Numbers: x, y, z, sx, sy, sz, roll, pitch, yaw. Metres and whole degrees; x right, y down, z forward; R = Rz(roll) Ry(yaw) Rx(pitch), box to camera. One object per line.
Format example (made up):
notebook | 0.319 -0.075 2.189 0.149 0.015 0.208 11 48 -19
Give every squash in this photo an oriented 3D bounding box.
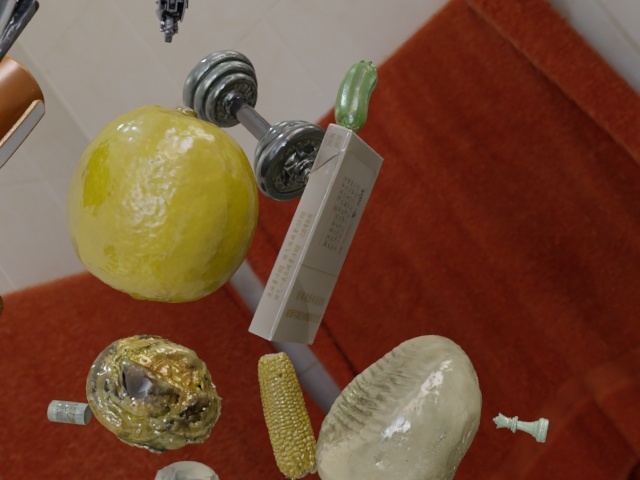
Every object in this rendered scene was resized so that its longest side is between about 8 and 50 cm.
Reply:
squash | 0.076 -0.312 1.940 0.068 0.077 0.219 90 -165 -50

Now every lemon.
lemon | -0.265 -0.059 1.542 0.348 0.348 0.348 -36 -7 -5

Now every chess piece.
chess piece | 0.346 0.321 1.567 0.042 0.093 0.042 10 -90 -75

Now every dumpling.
dumpling | -0.285 0.563 1.901 0.147 0.193 0.258 6 -4 -36

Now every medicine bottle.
medicine bottle | -0.536 0.368 1.937 0.083 0.047 0.047 4 0 11

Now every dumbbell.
dumbbell | -0.130 -0.235 1.827 0.179 0.406 0.179 -29 -36 -23

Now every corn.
corn | -0.068 0.355 1.829 0.091 0.260 0.091 -13 1 38

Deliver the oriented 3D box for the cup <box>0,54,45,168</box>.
cup | -0.550 -0.172 1.418 0.264 0.226 0.182 -55 -36 -34

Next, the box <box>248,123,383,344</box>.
box | -0.001 -0.001 1.546 0.365 0.051 0.205 -68 -21 -1

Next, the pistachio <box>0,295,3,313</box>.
pistachio | -0.705 0.120 1.859 0.089 0.049 0.173 -51 -43 -28

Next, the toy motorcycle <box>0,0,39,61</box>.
toy motorcycle | -0.368 -0.219 0.834 0.143 0.188 0.327 21 -82 -47

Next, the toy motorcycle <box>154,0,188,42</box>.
toy motorcycle | -0.355 -0.591 2.181 0.080 0.122 0.215 3 -62 -15

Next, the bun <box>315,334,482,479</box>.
bun | 0.160 0.338 1.649 0.362 0.234 0.326 -51 6 -36

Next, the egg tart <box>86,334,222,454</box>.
egg tart | -0.331 0.303 1.872 0.297 0.297 0.132 -29 -19 -46
